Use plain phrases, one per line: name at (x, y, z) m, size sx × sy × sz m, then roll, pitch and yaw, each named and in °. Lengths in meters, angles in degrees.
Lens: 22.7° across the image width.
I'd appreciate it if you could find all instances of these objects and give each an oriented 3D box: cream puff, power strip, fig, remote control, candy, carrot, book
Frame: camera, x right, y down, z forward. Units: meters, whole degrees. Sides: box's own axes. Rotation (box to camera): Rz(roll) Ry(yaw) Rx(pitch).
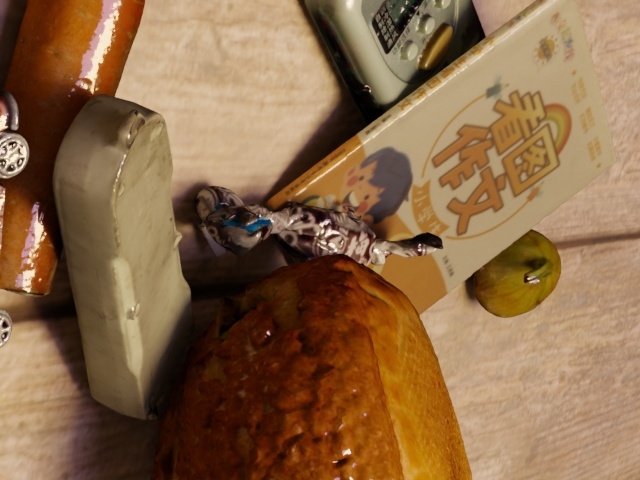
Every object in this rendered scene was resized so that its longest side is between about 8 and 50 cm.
cream puff at (-0.006, 0.170, 1.111) m, size 0.303 × 0.212 × 0.303 m, roll -19°, pitch 90°, yaw -79°
power strip at (-0.118, 0.013, 0.976) m, size 0.286 × 0.048 × 0.080 m, roll 92°, pitch 20°, yaw -56°
fig at (0.188, 0.027, 1.464) m, size 0.084 × 0.098 × 0.082 m, roll -10°, pitch 91°, yaw -32°
remote control at (0.078, -0.138, 1.262) m, size 0.140 × 0.056 × 0.296 m, roll -56°, pitch 143°, yaw -21°
candy at (0.000, -0.001, 1.156) m, size 0.226 × 0.094 × 0.051 m, roll 6°, pitch 98°, yaw -48°
carrot at (-0.155, -0.081, 0.935) m, size 0.067 × 0.067 × 0.225 m, roll 13°, pitch 95°, yaw -57°
book at (0.106, -0.049, 1.279) m, size 0.295 × 0.020 × 0.208 m, roll -37°, pitch 137°, yaw -10°

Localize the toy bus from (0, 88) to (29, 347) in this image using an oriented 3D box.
toy bus at (-0.216, -0.003, 0.877) m, size 0.077 × 0.079 × 0.174 m, roll -8°, pitch 112°, yaw -45°
